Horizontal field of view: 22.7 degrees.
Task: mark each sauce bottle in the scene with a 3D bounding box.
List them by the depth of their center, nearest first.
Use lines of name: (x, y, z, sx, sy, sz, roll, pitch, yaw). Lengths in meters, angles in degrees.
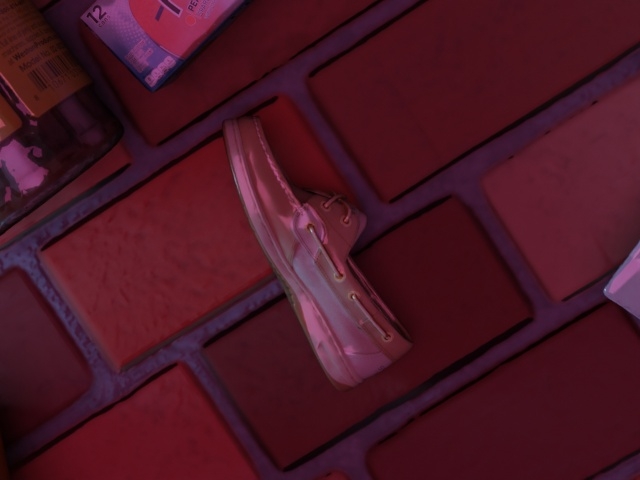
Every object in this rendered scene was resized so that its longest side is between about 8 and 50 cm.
sauce bottle: (-0.246, -0.162, 0.852, 0.111, 0.111, 0.344, -35, 94, 9)

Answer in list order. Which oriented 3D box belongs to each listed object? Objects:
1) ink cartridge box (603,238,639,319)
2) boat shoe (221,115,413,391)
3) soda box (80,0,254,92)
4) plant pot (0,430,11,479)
ink cartridge box: (0.329, 0.002, 0.864, 0.275, 0.060, 0.239, 34, 101, -3)
boat shoe: (0.000, 0.000, 0.890, 0.059, 0.063, 0.170, -25, 107, 5)
soda box: (-0.044, -0.163, 0.860, 0.183, 0.063, 0.058, -44, 94, 10)
plant pot: (-0.246, 0.184, 0.880, 0.205, 0.205, 0.188, -1, 85, 4)
